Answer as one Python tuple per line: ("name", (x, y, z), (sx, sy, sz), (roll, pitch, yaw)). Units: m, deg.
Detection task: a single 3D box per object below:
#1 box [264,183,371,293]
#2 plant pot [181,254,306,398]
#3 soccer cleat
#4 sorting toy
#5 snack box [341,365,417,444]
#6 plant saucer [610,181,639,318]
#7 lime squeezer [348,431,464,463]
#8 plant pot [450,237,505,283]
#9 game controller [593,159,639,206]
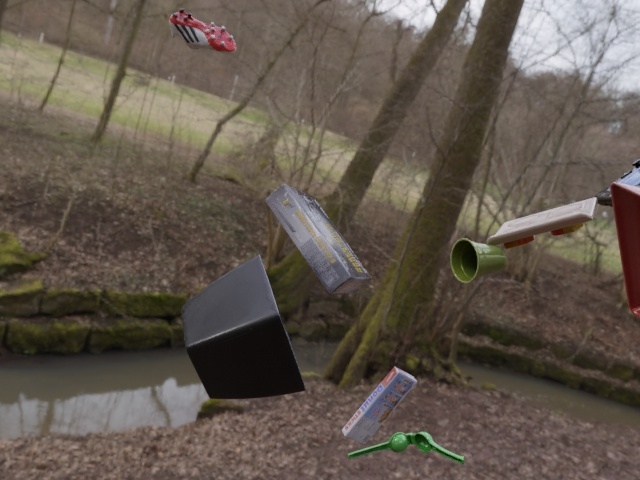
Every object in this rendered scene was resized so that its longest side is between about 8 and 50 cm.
("box", (0.000, 0.000, 1.238), (0.231, 0.056, 0.183), (55, 11, 14))
("plant pot", (-0.143, 0.171, 1.075), (0.167, 0.187, 0.188), (-20, 35, -6))
("soccer cleat", (-0.129, -0.221, 0.665), (0.083, 0.035, 0.029), (28, 52, 6))
("sorting toy", (0.443, -0.031, 1.201), (0.193, 0.038, 0.208), (-17, 2, 30))
("snack box", (0.123, 0.345, 1.264), (0.064, 0.178, 0.022), (34, 8, -32))
("plant saucer", (0.528, 0.057, 0.857), (0.048, 0.259, 0.258), (-26, 28, -3))
("lime squeezer", (0.235, 0.561, 1.630), (0.310, 0.059, 0.110), (-5, 29, 22))
("plant pot", (0.300, 0.036, 1.139), (0.079, 0.083, 0.083), (-3, 17, -25))
("game controller", (0.683, -0.128, 1.283), (0.067, 0.166, 0.319), (62, 11, 3))
